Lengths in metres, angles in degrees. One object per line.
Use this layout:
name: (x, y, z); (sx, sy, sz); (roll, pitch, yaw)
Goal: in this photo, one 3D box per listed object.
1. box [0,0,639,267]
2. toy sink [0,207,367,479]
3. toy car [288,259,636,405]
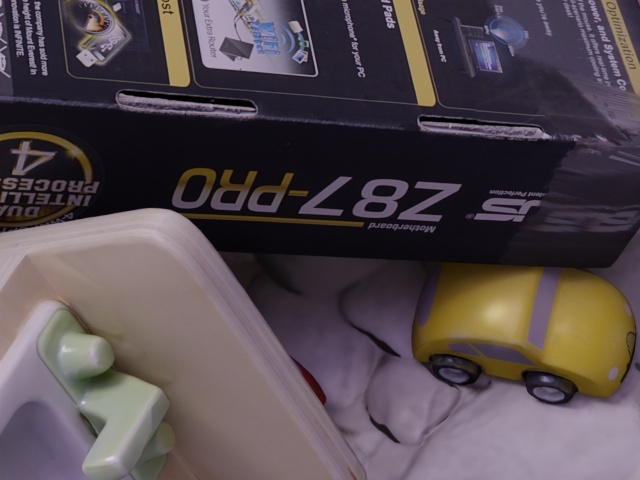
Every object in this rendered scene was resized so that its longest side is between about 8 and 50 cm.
box: (-0.042, -0.175, 0.814); (0.318, 0.097, 0.395); (1, 53, -21)
toy sink: (-0.127, 0.099, 0.680); (0.234, 0.153, 0.131); (-8, 39, 35)
toy car: (0.000, 0.000, 0.831); (0.239, 0.053, 0.225); (-19, 61, -1)
